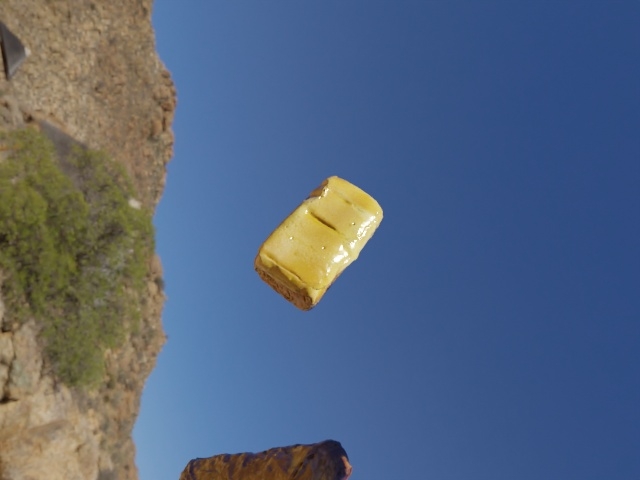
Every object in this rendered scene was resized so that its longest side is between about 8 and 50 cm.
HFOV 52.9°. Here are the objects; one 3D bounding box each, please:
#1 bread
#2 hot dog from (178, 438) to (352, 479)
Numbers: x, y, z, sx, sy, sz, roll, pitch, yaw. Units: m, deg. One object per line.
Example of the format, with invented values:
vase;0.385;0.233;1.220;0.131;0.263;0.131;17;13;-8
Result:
bread;0.000;0.000;0.584;0.074;0.132;0.053;37;-35;9
hot dog;-0.046;0.199;0.517;0.099;0.147;0.065;21;56;-67
